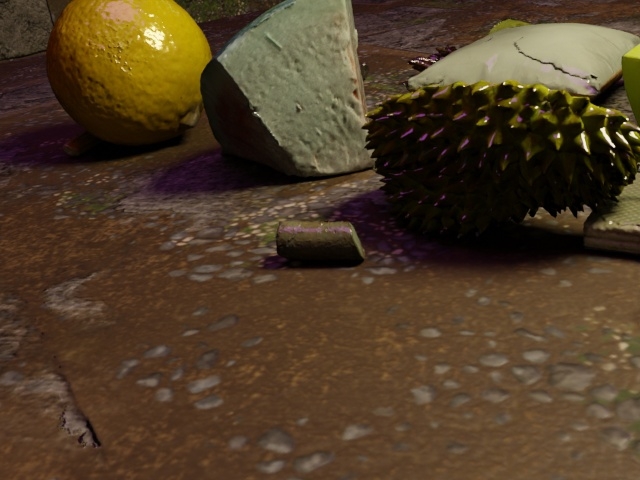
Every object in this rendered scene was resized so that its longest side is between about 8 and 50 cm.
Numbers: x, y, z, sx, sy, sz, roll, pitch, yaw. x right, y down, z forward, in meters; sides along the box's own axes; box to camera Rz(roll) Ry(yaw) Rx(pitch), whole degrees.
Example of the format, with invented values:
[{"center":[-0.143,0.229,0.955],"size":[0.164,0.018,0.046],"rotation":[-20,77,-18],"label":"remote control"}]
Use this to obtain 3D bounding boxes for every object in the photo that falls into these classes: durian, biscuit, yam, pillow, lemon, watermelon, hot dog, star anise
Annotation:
[{"center":[0.166,-0.099,0.834],"size":[0.169,0.158,0.351],"rotation":[-23,15,-33],"label":"durian"},{"center":[0.353,-0.038,0.797],"size":[0.121,0.041,0.199],"rotation":[10,29,34],"label":"biscuit"},{"center":[0.000,0.000,0.822],"size":[0.094,0.043,0.043],"rotation":[-1,24,16],"label":"yam"},{"center":[0.339,-0.277,1.258],"size":[0.312,0.119,0.310],"rotation":[9,26,36],"label":"pillow"},{"center":[-0.320,-0.294,1.332],"size":[0.292,0.293,0.293],"rotation":[-7,23,3],"label":"lemon"},{"center":[-0.019,-0.189,1.112],"size":[0.228,0.258,0.387],"rotation":[-36,-11,-23],"label":"watermelon"},{"center":[-0.410,-0.180,1.401],"size":[0.044,0.028,0.137],"rotation":[24,32,7],"label":"hot dog"},{"center":[0.243,-0.342,1.527],"size":[0.156,0.054,0.212],"rotation":[-6,25,2],"label":"star anise"}]

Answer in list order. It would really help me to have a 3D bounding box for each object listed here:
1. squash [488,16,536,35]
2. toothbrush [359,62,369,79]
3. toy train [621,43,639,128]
[{"center":[0.397,-0.357,1.474],"size":[0.095,0.095,0.188],"rotation":[-16,28,-17],"label":"squash"},{"center":[-0.045,-0.373,1.717],"size":[0.363,0.041,0.041],"rotation":[12,30,39],"label":"toothbrush"},{"center":[0.579,-0.249,0.950],"size":[0.442,0.179,0.272],"rotation":[-33,26,-7],"label":"toy train"}]
